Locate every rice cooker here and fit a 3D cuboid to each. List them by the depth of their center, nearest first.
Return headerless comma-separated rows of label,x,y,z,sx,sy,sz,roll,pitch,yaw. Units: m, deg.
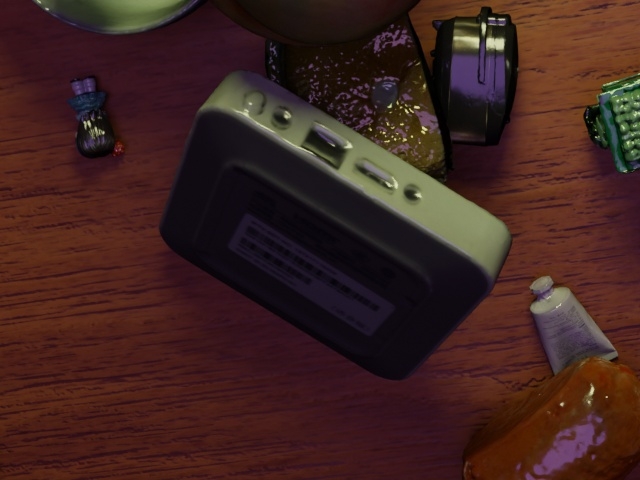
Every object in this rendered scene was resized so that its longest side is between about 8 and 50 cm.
rice cooker,0.184,-0.193,1.584,0.106,0.112,0.165,-3,103,13

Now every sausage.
sausage,0.292,0.258,1.639,0.268,0.153,0.141,-41,94,12

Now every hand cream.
hand cream,0.305,0.107,1.668,0.084,0.053,0.142,-28,112,12

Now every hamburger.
hamburger,0.036,-0.179,1.553,0.192,0.167,0.288,-16,84,6

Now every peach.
peach,-0.002,-0.323,1.357,0.292,0.292,0.247,-7,98,8

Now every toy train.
toy train,0.443,-0.159,1.540,0.269,0.154,0.115,-16,101,9

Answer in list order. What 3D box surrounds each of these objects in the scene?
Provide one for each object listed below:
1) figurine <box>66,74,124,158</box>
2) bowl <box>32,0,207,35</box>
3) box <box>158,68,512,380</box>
figurine,-0.285,-0.154,1.683,0.060,0.047,0.106,-13,93,-27
bowl,-0.223,-0.398,1.565,0.307,0.163,0.307,1,102,7
box,0.000,0.000,1.538,0.367,0.373,0.090,30,62,0
